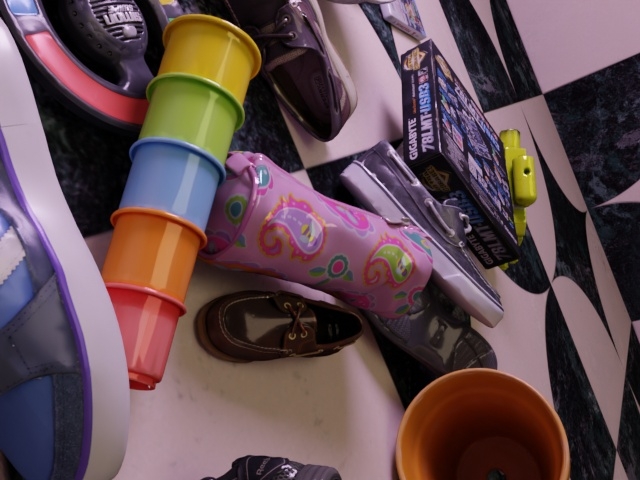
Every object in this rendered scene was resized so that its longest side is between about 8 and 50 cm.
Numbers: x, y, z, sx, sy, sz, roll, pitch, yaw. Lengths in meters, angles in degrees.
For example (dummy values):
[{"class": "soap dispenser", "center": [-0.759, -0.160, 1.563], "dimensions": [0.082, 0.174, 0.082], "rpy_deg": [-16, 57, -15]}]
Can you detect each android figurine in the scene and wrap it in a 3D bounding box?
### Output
[{"class": "android figurine", "center": [0.378, -0.079, 1.302], "dimensions": [0.248, 0.056, 0.273], "rpy_deg": [95, -2, -74]}]

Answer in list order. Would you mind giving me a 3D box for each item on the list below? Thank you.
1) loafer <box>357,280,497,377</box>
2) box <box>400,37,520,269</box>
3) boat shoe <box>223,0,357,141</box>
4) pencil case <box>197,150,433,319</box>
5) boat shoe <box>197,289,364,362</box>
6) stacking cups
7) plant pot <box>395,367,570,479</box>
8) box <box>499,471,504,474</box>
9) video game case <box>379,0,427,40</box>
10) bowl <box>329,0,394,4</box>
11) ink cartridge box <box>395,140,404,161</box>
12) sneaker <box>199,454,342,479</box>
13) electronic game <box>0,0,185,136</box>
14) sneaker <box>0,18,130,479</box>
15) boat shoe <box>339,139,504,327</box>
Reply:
[{"class": "loafer", "center": [0.119, 0.108, 0.885], "dimensions": [0.302, 0.095, 0.109], "rpy_deg": [44, 65, -17]}, {"class": "box", "center": [0.240, -0.147, 1.094], "dimensions": [0.295, 0.073, 0.294], "rpy_deg": [42, 37, -37]}, {"class": "boat shoe", "center": [-0.043, -0.250, 0.815], "dimensions": [0.285, 0.102, 0.092], "rpy_deg": [56, 28, -32]}, {"class": "pencil case", "center": [0.000, 0.000, 0.679], "dimensions": [0.284, 0.124, 0.124], "rpy_deg": [19, 56, -39]}, {"class": "boat shoe", "center": [-0.032, 0.086, 0.662], "dimensions": [0.207, 0.073, 0.073], "rpy_deg": [10, 66, -53]}, {"class": "stacking cups", "center": [-0.129, -0.035, 0.543], "dimensions": [0.096, 0.096, 0.317], "rpy_deg": [32, 61, -45]}, {"class": "plant pot", "center": [0.222, 0.297, 0.834], "dimensions": [0.188, 0.205, 0.205], "rpy_deg": [54, 31, -51]}, {"class": "box", "center": [0.280, 0.279, 1.066], "dimensions": [0.186, 0.038, 0.145], "rpy_deg": [51, 36, -29]}, {"class": "video game case", "center": [0.156, -0.544, 1.369], "dimensions": [0.183, 0.023, 0.202], "rpy_deg": [-2, 73, -57]}, {"class": "bowl", "center": [0.009, -0.485, 0.972], "dimensions": [0.297, 0.134, 0.298], "rpy_deg": [13, 73, -46]}, {"class": "ink cartridge box", "center": [0.236, -0.085, 1.184], "dimensions": [0.261, 0.066, 0.296], "rpy_deg": [59, 33, -14]}, {"class": "sneaker", "center": [-0.056, 0.275, 0.516], "dimensions": [0.087, 0.130, 0.228], "rpy_deg": [-29, 125, -63]}, {"class": "electronic game", "center": [-0.200, -0.205, 0.593], "dimensions": [0.229, 0.048, 0.230], "rpy_deg": [35, 45, -44]}, {"class": "sneaker", "center": [-0.253, 0.020, 0.325], "dimensions": [0.236, 0.130, 0.323], "rpy_deg": [-18, 92, -49]}, {"class": "boat shoe", "center": [0.162, -0.014, 0.891], "dimensions": [0.301, 0.102, 0.108], "rpy_deg": [48, -3, 11]}]
